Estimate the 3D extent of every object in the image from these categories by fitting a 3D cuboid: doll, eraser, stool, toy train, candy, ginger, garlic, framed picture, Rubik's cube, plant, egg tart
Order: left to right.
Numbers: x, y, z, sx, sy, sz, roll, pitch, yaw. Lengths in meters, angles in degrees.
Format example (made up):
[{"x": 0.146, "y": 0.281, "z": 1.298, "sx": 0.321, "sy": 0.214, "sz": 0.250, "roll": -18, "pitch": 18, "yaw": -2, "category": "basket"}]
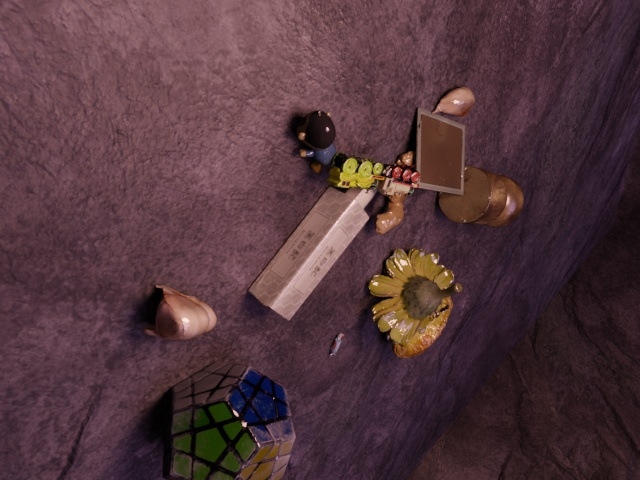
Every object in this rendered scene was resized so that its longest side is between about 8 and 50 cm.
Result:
[{"x": -0.272, "y": 0.150, "z": 0.963, "sx": 0.174, "sy": 0.124, "sz": 0.099, "roll": 25, "pitch": 80, "yaw": -78, "category": "garlic"}, {"x": -0.211, "y": 0.434, "z": 1.094, "sx": 0.264, "sy": 0.319, "sz": 0.319, "roll": -40, "pitch": 148, "yaw": 23, "category": "Rubik's cube"}, {"x": -0.005, "y": -0.215, "z": 1.028, "sx": 0.102, "sy": 0.089, "sz": 0.179, "roll": -43, "pitch": 163, "yaw": -18, "category": "doll"}, {"x": 0.000, "y": 0.000, "z": 1.163, "sx": 0.404, "sy": 0.096, "sz": 0.098, "roll": -52, "pitch": 141, "yaw": -7, "category": "eraser"}, {"x": 0.050, "y": 0.324, "z": 1.498, "sx": 0.030, "sy": 0.020, "sz": 0.083, "roll": 0, "pitch": 116, "yaw": -46, "category": "candy"}, {"x": 0.130, "y": -0.146, "z": 1.099, "sx": 0.249, "sy": 0.053, "sz": 0.085, "roll": 3, "pitch": 112, "yaw": -36, "category": "toy train"}, {"x": 0.214, "y": -0.140, "z": 1.323, "sx": 0.259, "sy": 0.065, "sz": 0.149, "roll": -51, "pitch": 135, "yaw": -14, "category": "ginger"}, {"x": 0.334, "y": 0.273, "z": 1.693, "sx": 0.294, "sy": 0.123, "sz": 0.294, "roll": -23, "pitch": 128, "yaw": -32, "category": "egg tart"}, {"x": 0.326, "y": 0.173, "z": 1.473, "sx": 0.261, "sy": 0.297, "sz": 0.306, "roll": 32, "pitch": 60, "yaw": -49, "category": "plant"}, {"x": 0.341, "y": -0.243, "z": 1.369, "sx": 0.273, "sy": 0.016, "sz": 0.216, "roll": 2, "pitch": 90, "yaw": -47, "category": "framed picture"}, {"x": 0.381, "y": -0.381, "z": 1.335, "sx": 0.152, "sy": 0.066, "sz": 0.084, "roll": -12, "pitch": 125, "yaw": -45, "category": "garlic"}, {"x": 0.523, "y": -0.138, "z": 1.566, "sx": 0.264, "sy": 0.179, "sz": 0.179, "roll": 3, "pitch": 113, "yaw": -48, "category": "stool"}]
